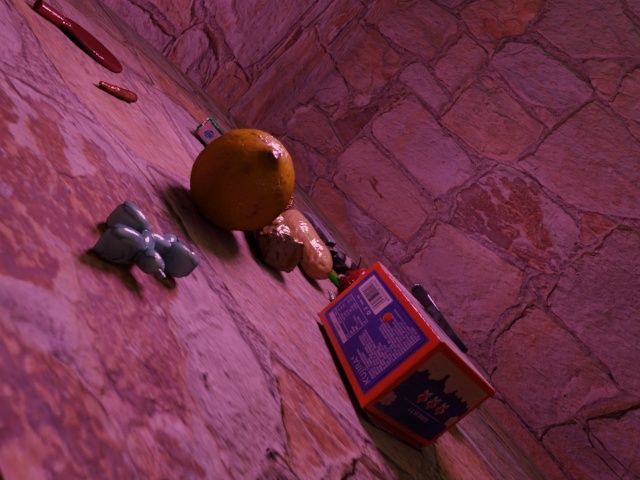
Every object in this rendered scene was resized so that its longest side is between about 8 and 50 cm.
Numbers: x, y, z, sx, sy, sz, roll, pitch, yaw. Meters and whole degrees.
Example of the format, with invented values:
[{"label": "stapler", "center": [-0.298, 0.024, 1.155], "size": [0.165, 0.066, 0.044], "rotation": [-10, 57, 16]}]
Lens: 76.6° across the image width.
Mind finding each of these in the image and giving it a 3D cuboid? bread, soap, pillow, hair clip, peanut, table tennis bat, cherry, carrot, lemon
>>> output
[{"label": "bread", "center": [-0.153, -0.030, 1.255], "size": [0.267, 0.130, 0.152], "rotation": [-124, -155, -48]}, {"label": "soap", "center": [-0.403, -0.387, 1.756], "size": [0.273, 0.098, 0.218], "rotation": [49, 2, -2]}, {"label": "pillow", "center": [0.076, 0.092, 1.908], "size": [0.186, 0.106, 0.250], "rotation": [30, -7, 46]}, {"label": "hair clip", "center": [0.325, 0.215, 1.115], "size": [0.070, 0.039, 0.229], "rotation": [41, 14, -42]}, {"label": "peanut", "center": [-0.065, 0.013, 1.504], "size": [0.318, 0.148, 0.147], "rotation": [57, 12, 26]}, {"label": "table tennis bat", "center": [-0.780, -0.667, 1.332], "size": [0.200, 0.038, 0.310], "rotation": [50, 8, 21]}, {"label": "cherry", "center": [0.181, 0.214, 1.591], "size": [0.250, 0.192, 0.175], "rotation": [43, 37, 6]}, {"label": "carrot", "center": [-0.602, -0.443, 1.210], "size": [0.035, 0.036, 0.165], "rotation": [48, 10, 2]}, {"label": "lemon", "center": [-0.196, -0.154, 1.049], "size": [0.258, 0.310, 0.257], "rotation": [19, 57, -32]}]

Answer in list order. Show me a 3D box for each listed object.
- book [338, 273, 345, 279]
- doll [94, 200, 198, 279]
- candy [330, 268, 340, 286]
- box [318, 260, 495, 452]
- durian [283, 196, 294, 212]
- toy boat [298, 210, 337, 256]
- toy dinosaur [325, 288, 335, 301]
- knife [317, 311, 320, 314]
[{"label": "book", "center": [0.221, 0.314, 1.789], "size": [0.379, 0.031, 0.264], "rotation": [55, 9, 17]}, {"label": "doll", "center": [-0.275, 0.009, 0.664], "size": [0.158, 0.059, 0.159], "rotation": [42, 8, -24]}, {"label": "candy", "center": [0.046, 0.144, 1.781], "size": [0.178, 0.032, 0.102], "rotation": [49, 8, 7]}, {"label": "box", "center": [0.214, 0.305, 1.102], "size": [0.318, 0.257, 0.348], "rotation": [44, 8, -35]}, {"label": "durian", "center": [-0.186, -0.174, 1.777], "size": [0.168, 0.137, 0.158], "rotation": [58, 22, -29]}, {"label": "toy boat", "center": [-0.047, -0.025, 1.717], "size": [0.092, 0.141, 0.319], "rotation": [21, 25, -46]}, {"label": "toy dinosaur", "center": [0.044, 0.217, 1.470], "size": [0.083, 0.021, 0.062], "rotation": [42, 23, -42]}, {"label": "knife", "center": [0.060, 0.264, 1.318], "size": [0.244, 0.032, 0.058], "rotation": [25, 32, -58]}]
